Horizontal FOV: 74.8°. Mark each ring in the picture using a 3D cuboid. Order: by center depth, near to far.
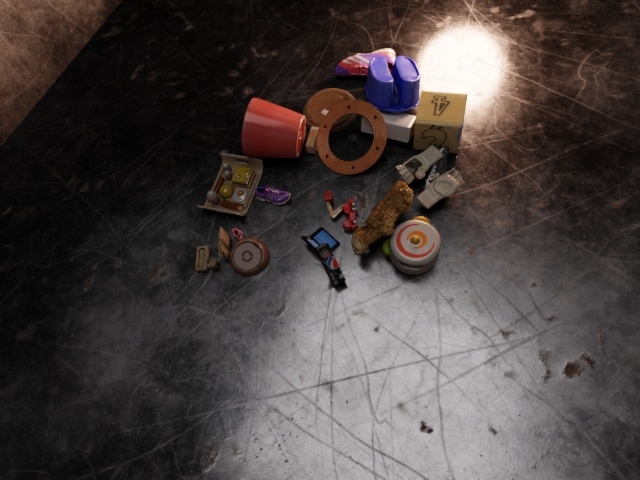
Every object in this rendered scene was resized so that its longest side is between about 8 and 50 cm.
[{"bbox_3d":[0.140,-0.465,1.897,0.337,0.032,0.335,0,90,23],"label":"ring"}]

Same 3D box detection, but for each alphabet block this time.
[{"bbox_3d":[0.522,-0.520,1.833,0.197,0.192,0.193,9,65,15],"label":"alphabet block"}]

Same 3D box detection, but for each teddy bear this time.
[{"bbox_3d":[0.247,-0.078,1.664,0.113,0.245,0.338,40,79,-5],"label":"teddy bear"}]

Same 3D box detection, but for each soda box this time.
[{"bbox_3d":[0.038,0.093,1.658,0.053,0.060,0.168,-26,92,-7],"label":"soda box"}]

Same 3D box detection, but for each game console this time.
[{"bbox_3d":[0.000,0.000,1.746,0.122,0.107,0.071,42,106,25],"label":"game console"}]

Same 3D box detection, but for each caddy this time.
[{"bbox_3d":[0.338,-0.723,1.964,0.242,0.179,0.341,-2,46,-1],"label":"caddy"}]

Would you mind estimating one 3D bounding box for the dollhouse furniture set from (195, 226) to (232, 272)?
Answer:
[{"bbox_3d":[-0.472,0.041,1.779,0.152,0.123,0.143,-7,64,7],"label":"dollhouse furniture set"}]

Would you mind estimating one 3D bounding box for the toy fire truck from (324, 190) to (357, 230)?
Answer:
[{"bbox_3d":[0.087,-0.126,1.801,0.136,0.047,0.191,-5,65,8],"label":"toy fire truck"}]

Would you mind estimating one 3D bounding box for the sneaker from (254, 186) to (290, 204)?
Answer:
[{"bbox_3d":[-0.220,-0.207,1.882,0.170,0.071,0.068,7,66,13],"label":"sneaker"}]

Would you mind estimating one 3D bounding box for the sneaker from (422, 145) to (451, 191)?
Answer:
[{"bbox_3d":[0.524,-0.296,1.791,0.106,0.078,0.234,21,74,16],"label":"sneaker"}]

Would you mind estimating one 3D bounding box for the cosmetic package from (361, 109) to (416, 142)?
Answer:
[{"bbox_3d":[0.314,-0.533,1.920,0.231,0.085,0.117,19,48,20],"label":"cosmetic package"}]

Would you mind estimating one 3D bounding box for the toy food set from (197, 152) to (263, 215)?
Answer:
[{"bbox_3d":[-0.414,-0.261,1.931,0.220,0.092,0.305,11,68,15],"label":"toy food set"}]

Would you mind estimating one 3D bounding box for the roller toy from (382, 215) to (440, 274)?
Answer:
[{"bbox_3d":[0.367,0.023,1.623,0.210,0.146,0.191,-31,64,-7],"label":"roller toy"}]

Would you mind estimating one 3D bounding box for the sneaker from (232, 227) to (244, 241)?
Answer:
[{"bbox_3d":[-0.349,-0.007,1.818,0.047,0.057,0.119,-34,65,-9],"label":"sneaker"}]

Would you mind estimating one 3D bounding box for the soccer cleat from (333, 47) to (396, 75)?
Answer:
[{"bbox_3d":[0.227,-0.875,2.107,0.319,0.108,0.116,-11,67,2],"label":"soccer cleat"}]

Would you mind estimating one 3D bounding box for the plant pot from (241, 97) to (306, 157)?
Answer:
[{"bbox_3d":[-0.204,-0.500,1.928,0.244,0.275,0.274,11,67,4],"label":"plant pot"}]

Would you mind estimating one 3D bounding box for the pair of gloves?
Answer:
[{"bbox_3d":[0.455,-0.268,1.730,0.204,0.042,0.240,-31,68,-1],"label":"pair of gloves"}]

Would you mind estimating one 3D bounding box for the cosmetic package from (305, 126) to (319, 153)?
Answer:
[{"bbox_3d":[-0.033,-0.475,1.984,0.041,0.060,0.114,9,68,14],"label":"cosmetic package"}]

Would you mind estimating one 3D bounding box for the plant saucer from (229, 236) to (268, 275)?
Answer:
[{"bbox_3d":[-0.306,0.066,1.766,0.169,0.029,0.168,-1,79,4],"label":"plant saucer"}]

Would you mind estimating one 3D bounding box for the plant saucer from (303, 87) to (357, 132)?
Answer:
[{"bbox_3d":[0.048,-0.651,2.066,0.278,0.041,0.277,-4,65,8],"label":"plant saucer"}]
